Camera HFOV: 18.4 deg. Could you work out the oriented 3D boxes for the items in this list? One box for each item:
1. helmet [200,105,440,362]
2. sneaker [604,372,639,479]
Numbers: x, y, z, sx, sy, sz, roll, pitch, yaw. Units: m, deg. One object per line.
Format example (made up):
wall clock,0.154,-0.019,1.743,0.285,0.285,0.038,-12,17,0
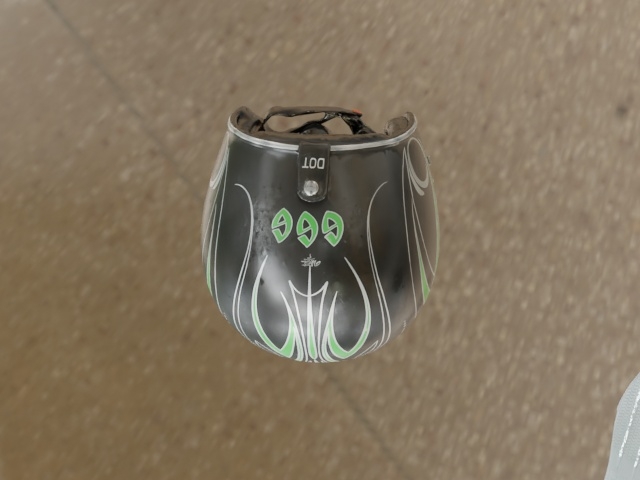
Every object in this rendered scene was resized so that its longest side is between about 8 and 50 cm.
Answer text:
helmet,0.000,0.000,1.269,0.169,0.169,0.161,5,107,12
sneaker,0.313,0.190,1.762,0.094,0.091,0.258,46,133,35
